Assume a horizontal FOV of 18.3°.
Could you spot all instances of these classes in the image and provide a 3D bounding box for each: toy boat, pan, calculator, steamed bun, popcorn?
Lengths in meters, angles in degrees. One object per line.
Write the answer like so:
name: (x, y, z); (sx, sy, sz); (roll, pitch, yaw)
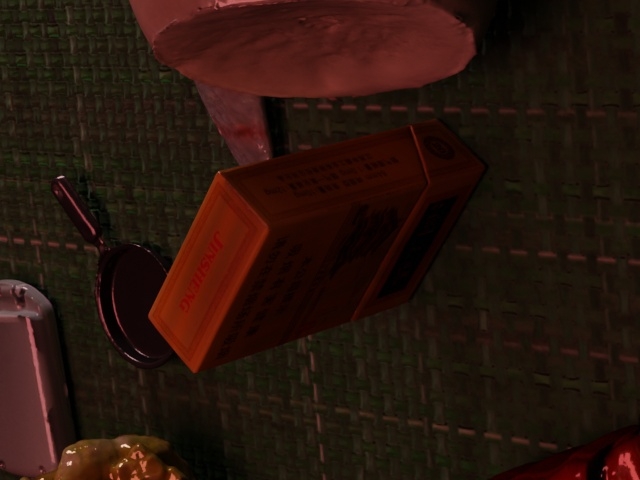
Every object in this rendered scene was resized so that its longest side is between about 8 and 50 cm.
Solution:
toy boat: (-0.087, -0.178, 1.896); (0.206, 0.096, 0.282); (17, 126, 48)
pan: (-0.214, 0.026, 2.103); (0.136, 0.028, 0.235); (-44, 74, 42)
calculator: (-0.340, 0.165, 2.257); (0.141, 0.045, 0.246); (-1, 101, 45)
steamed bun: (-0.006, -0.248, 1.618); (0.324, 0.324, 0.206); (-13, 71, 46)
popcorn: (-0.202, 0.308, 2.047); (0.259, 0.212, 0.259); (50, 171, 10)

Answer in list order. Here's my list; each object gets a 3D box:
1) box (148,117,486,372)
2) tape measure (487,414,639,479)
box: (0.000, 0.000, 1.707); (0.076, 0.274, 0.174); (49, 131, 24)
tape measure: (0.247, 0.279, 1.662); (0.253, 0.114, 0.260); (-27, 83, 46)
